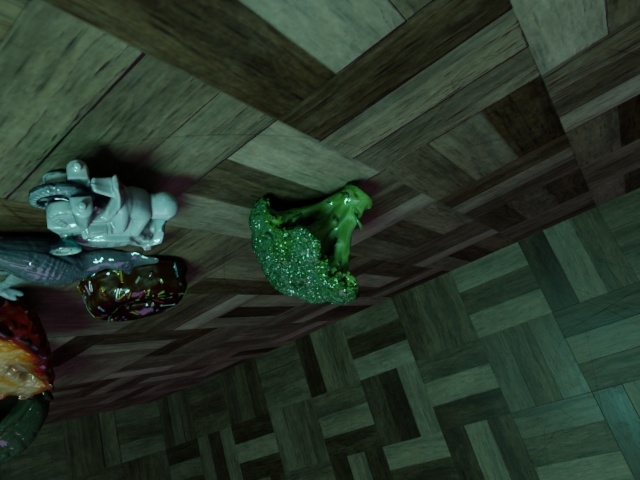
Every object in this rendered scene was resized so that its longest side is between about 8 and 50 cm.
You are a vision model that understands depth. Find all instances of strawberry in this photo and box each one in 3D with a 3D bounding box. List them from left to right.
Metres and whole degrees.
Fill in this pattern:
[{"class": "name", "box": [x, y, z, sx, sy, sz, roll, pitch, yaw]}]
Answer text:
[{"class": "strawberry", "box": [-0.644, 0.199, 0.916, 0.253, 0.150, 0.280, -37, 142, 19]}]

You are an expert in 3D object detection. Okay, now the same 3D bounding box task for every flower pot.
[{"class": "flower pot", "box": [-0.847, 0.411, 1.164, 0.302, 0.301, 0.213, -11, 147, -22]}]

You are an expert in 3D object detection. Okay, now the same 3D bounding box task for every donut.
[{"class": "donut", "box": [-0.410, 0.116, 1.029, 0.235, 0.089, 0.235, -18, 162, -6]}]

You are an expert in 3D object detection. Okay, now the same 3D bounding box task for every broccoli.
[{"class": "broccoli", "box": [0.000, 0.000, 0.919, 0.269, 0.269, 0.254, -19, 166, 1]}]

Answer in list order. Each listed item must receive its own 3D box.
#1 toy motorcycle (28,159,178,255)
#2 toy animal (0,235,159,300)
[{"class": "toy motorcycle", "box": [-0.294, -0.042, 0.666, 0.171, 0.110, 0.260, -12, 169, -11]}, {"class": "toy animal", "box": [-0.487, 0.037, 0.760, 0.367, 0.081, 0.206, 13, 149, -43]}]
